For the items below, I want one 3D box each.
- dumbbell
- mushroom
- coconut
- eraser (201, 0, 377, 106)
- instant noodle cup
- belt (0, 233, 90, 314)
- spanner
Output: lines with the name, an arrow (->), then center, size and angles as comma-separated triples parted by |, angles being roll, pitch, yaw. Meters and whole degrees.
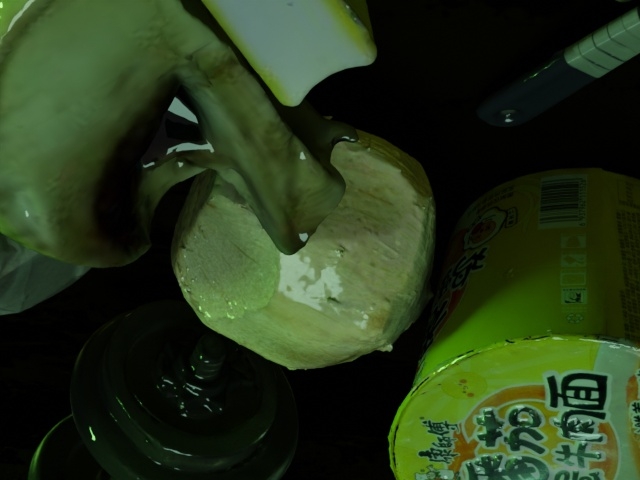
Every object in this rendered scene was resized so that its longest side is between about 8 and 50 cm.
dumbbell -> -0.129, 0.174, 1.342 | 0.192, 0.192, 0.290 | 19, 134, -11
mushroom -> -0.128, -0.119, 0.992 | 0.212, 0.217, 0.292 | -41, 138, 15
coconut -> -0.001, 0.002, 1.160 | 0.194, 0.194, 0.194 | 4, 135, 4
eraser -> -0.039, -0.196, 0.933 | 0.069, 0.226, 0.158 | -27, 124, 14
instant noodle cup -> 0.184, 0.087, 1.202 | 0.264, 0.200, 0.264 | 4, 135, 4
belt -> -0.232, -0.040, 1.104 | 0.261, 0.184, 0.105 | -17, 153, -40
spanner -> 0.214, -0.135, 1.053 | 0.087, 0.024, 0.316 | 13, 153, -31
